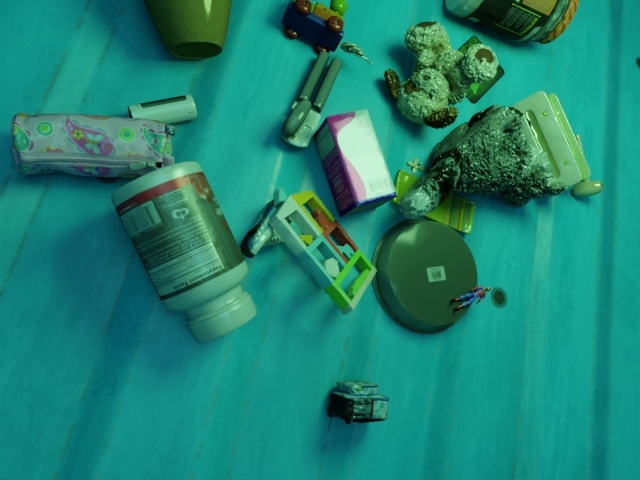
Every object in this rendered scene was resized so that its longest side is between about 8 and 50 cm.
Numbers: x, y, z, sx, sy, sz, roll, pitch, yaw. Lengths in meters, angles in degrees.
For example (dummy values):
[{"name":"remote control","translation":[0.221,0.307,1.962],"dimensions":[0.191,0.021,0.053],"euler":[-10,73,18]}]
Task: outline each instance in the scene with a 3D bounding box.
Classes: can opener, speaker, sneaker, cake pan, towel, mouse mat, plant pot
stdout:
[{"name":"can opener","translation":[-0.016,-0.345,1.103],"dimensions":[0.074,0.093,0.281],"euler":[27,66,-12]},{"name":"speaker","translation":[-0.340,-0.275,0.983],"dimensions":[0.136,0.055,0.055],"euler":[-19,85,-22]},{"name":"sneaker","translation":[-0.103,-0.016,0.975],"dimensions":[0.083,0.071,0.191],"euler":[48,36,-17]},{"name":"cake pan","translation":[0.269,0.082,1.125],"dimensions":[0.292,0.054,0.294],"euler":[4,77,-19]},{"name":"towel","translation":[0.299,-0.100,1.189],"dimensions":[0.237,0.021,0.102],"euler":[21,65,-14]},{"name":"mouse mat","translation":[0.456,-0.509,1.351],"dimensions":[0.153,0.007,0.189],"euler":[47,68,-5]},{"name":"plant pot","translation":[-0.286,-0.540,0.988],"dimensions":[0.236,0.237,0.255],"euler":[-10,96,-22]}]

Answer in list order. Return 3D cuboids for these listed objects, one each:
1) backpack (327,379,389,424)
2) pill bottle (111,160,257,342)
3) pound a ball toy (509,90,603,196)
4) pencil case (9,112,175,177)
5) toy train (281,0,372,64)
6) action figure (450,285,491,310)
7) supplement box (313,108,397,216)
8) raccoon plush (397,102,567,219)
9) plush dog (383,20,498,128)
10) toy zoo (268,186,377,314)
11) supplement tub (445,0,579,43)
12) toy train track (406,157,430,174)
[{"name":"backpack","translation":[0.087,0.343,0.973],"dimensions":[0.114,0.105,0.084],"euler":[13,75,-22]},{"name":"pill bottle","translation":[-0.247,0.026,0.875],"dimensions":[0.176,0.176,0.319],"euler":[-27,97,-23]},{"name":"pound a ball toy","translation":[0.674,-0.256,1.326],"dimensions":[0.208,0.135,0.320],"euler":[-16,83,-48]},{"name":"pencil case","translation":[-0.434,-0.181,0.892],"dimensions":[0.283,0.124,0.124],"euler":[0,78,-19]},{"name":"toy train","translation":[0.038,-0.553,1.159],"dimensions":[0.247,0.105,0.144],"euler":[23,66,-14]},{"name":"action figure","translation":[0.371,0.136,1.107],"dimensions":[0.115,0.030,0.038],"euler":[-20,81,-25]},{"name":"supplement box","translation":[0.079,-0.182,1.084],"dimensions":[0.111,0.114,0.220],"euler":[-15,85,-21]},{"name":"raccoon plush","translation":[0.412,-0.126,1.174],"dimensions":[0.446,0.216,0.299],"euler":[-43,104,-9]},{"name":"plush dog","translation":[0.296,-0.407,1.201],"dimensions":[0.262,0.211,0.225],"euler":[41,81,22]},{"name":"toy zoo","translation":[0.000,0.000,1.001],"dimensions":[0.293,0.030,0.192],"euler":[51,30,-3]},{"name":"supplement tub","translation":[0.555,-0.711,1.324],"dimensions":[0.337,0.207,0.207],"euler":[14,74,-17]},{"name":"toy train track","translation":[0.269,-0.193,1.208],"dimensions":[0.083,0.014,0.048],"euler":[18,73,-16]}]
